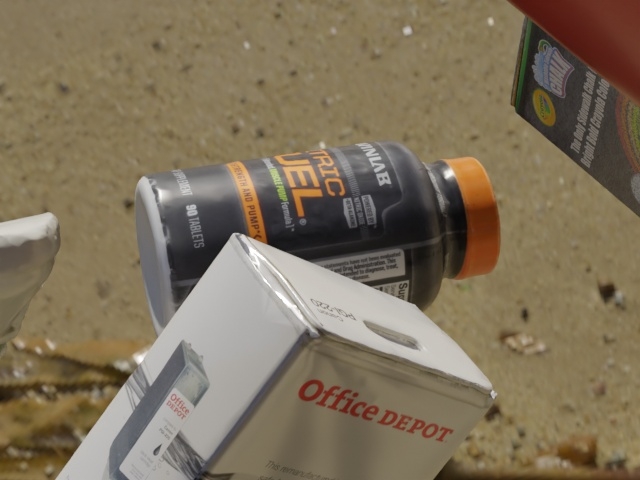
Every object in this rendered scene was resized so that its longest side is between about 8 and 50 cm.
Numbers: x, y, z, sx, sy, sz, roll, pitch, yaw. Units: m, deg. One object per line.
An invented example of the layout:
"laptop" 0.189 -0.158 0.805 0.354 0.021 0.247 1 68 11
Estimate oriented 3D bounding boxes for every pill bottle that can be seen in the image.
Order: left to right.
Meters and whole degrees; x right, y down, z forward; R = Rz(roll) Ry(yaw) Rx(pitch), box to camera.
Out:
"pill bottle" 0.000 0.000 1.113 0.246 0.130 0.130 -9 51 -13

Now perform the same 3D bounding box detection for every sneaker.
"sneaker" -0.161 0.049 0.688 0.080 0.212 0.094 -12 83 -32

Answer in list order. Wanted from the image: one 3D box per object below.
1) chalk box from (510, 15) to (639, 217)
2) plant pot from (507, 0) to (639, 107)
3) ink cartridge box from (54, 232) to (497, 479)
"chalk box" 0.208 -0.117 0.965 0.132 0.132 0.213 -38 68 -18
"plant pot" 0.154 -0.136 0.433 0.275 0.243 0.275 -39 21 18
"ink cartridge box" -0.035 0.121 0.837 0.218 0.159 0.092 -52 47 14
